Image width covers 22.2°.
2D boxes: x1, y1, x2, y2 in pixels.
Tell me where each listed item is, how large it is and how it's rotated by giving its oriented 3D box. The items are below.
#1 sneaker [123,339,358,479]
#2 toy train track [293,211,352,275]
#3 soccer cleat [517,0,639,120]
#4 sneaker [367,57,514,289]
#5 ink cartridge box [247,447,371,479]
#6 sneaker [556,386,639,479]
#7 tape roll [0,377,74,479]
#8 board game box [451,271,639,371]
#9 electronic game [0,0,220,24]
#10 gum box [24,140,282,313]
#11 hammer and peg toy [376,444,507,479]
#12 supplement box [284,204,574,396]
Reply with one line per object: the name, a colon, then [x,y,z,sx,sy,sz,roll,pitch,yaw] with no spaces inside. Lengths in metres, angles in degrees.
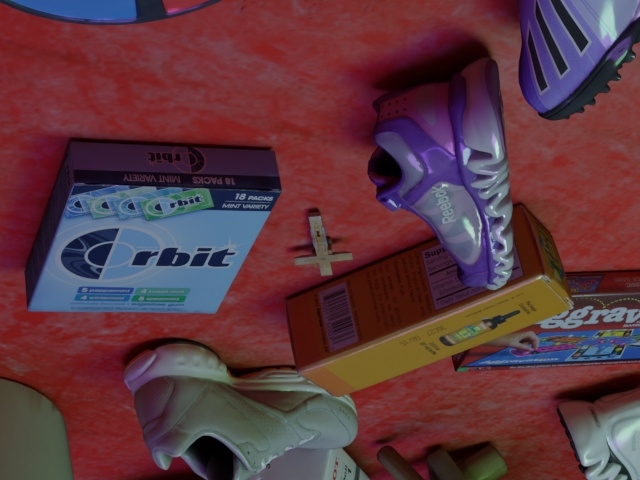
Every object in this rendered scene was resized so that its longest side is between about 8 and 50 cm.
sneaker: [-0.068,0.182,1.509,0.262,0.121,0.099,16,141,-38]
toy train track: [0.000,0.000,1.331,0.048,0.014,0.083,-6,145,5]
soccer cleat: [0.161,-0.191,0.992,0.116,0.108,0.318,17,149,-3]
sneaker: [0.090,-0.044,1.218,0.105,0.095,0.236,-7,146,7]
ink cartridge box: [-0.011,0.305,1.683,0.093,0.160,0.219,3,156,21]
sneaker: [0.352,0.239,1.773,0.118,0.110,0.292,-27,148,9]
tape roll: [-0.340,0.255,1.469,0.246,0.169,0.246,-10,144,-8]
board game box: [0.277,0.075,1.537,0.281,0.027,0.145,-2,147,-16]
electronic game: [-0.111,-0.198,0.920,0.229,0.048,0.229,-8,149,-5]
gum box: [-0.132,-0.006,1.248,0.157,0.041,0.184,2,148,-21]
hammer and peg toy: [0.193,0.341,1.761,0.127,0.266,0.361,-31,151,-10]
supplement box: [0.091,0.054,1.391,0.233,0.080,0.078,-21,150,19]
